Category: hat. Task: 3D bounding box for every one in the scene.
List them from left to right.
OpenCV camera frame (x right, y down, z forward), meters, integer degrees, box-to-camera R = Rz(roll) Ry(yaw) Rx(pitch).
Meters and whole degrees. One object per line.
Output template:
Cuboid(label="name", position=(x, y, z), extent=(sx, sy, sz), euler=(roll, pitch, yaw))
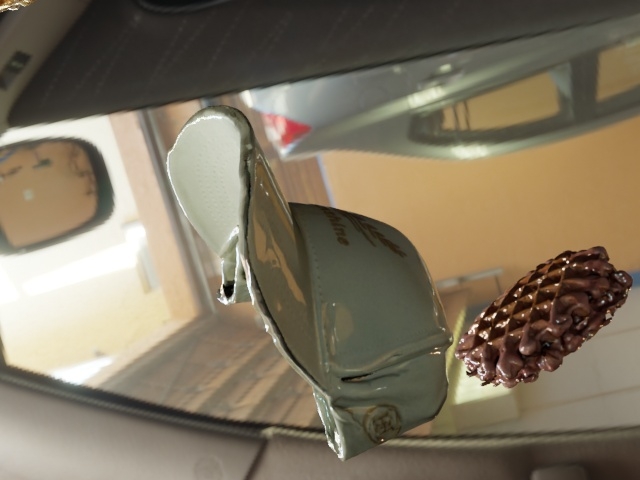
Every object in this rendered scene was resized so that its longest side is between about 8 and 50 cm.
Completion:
Cuboid(label="hat", position=(-0.004, 0.007, 0.809), extent=(0.168, 0.301, 0.258), euler=(-33, -140, -12))

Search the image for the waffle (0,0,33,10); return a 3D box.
Cuboid(label="waffle", position=(-0.192, -0.151, 0.534), extent=(0.329, 0.062, 0.329), euler=(-23, -162, 8))

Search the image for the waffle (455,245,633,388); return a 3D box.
Cuboid(label="waffle", position=(0.096, 0.036, 0.426), extent=(0.083, 0.029, 0.075), euler=(-42, -174, -11))
